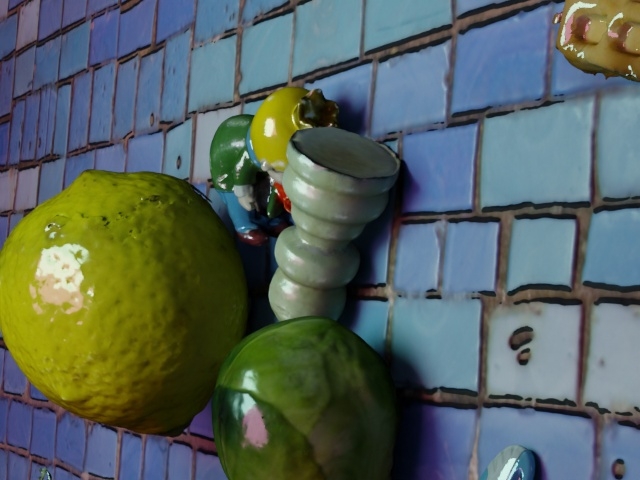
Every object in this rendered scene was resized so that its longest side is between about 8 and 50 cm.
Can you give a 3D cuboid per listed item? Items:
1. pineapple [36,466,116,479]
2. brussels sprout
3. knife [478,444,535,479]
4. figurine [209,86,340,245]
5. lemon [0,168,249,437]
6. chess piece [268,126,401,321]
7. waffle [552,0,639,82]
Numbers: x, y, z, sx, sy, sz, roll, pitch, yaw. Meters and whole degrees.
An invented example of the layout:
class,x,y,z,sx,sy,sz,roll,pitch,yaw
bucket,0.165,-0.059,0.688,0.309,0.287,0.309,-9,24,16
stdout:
class,x,y,z,sx,sy,sz,roll,pitch,yaw
pineapple,-0.272,0.482,1.814,0.352,0.300,0.352,-172,90,-72
brussels sprout,-0.014,0.222,1.508,0.219,0.210,0.271,-11,90,65
knife,0.144,0.296,1.303,0.064,0.031,0.222,24,87,57
figurine,-0.044,-0.093,1.715,0.234,0.127,0.185,-11,87,47
lemon,-0.264,0.088,1.854,0.350,0.350,0.387,8,120,62
chess piece,0.000,0.000,1.605,0.133,0.133,0.243,54,136,51
waffle,0.324,-0.213,1.067,0.327,0.098,0.224,35,114,61
